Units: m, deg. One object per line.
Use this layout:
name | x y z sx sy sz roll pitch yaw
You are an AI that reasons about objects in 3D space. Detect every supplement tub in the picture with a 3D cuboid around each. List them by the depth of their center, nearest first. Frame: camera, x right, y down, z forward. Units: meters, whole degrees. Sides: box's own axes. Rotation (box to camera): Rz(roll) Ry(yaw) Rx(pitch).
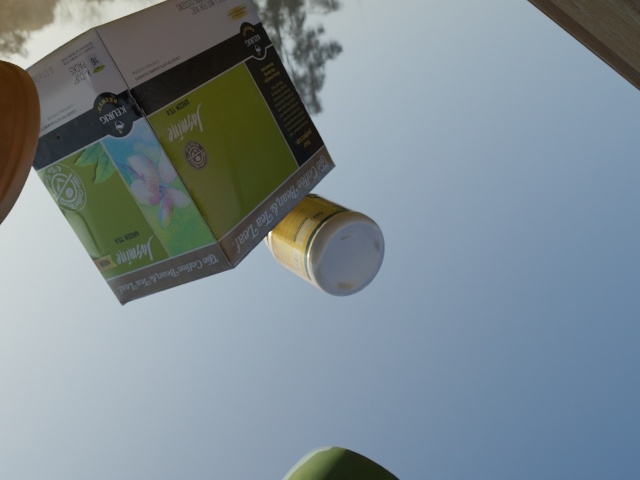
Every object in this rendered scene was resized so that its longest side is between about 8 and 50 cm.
supplement tub | 0.000 0.000 1.332 0.144 0.144 0.200 -26 -151 -24

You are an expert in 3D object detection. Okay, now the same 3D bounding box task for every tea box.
tea box | -0.192 -0.143 1.069 0.220 0.323 0.329 -19 -163 34

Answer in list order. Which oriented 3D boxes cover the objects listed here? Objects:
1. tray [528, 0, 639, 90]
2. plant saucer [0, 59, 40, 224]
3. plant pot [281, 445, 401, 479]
tray | 0.162 -0.274 0.653 0.076 0.411 0.203 -49 -162 31
plant saucer | -0.352 -0.088 0.765 0.200 0.200 0.037 10 171 37
plant pot | 0.008 0.423 0.929 0.290 0.290 0.195 14 -146 42
